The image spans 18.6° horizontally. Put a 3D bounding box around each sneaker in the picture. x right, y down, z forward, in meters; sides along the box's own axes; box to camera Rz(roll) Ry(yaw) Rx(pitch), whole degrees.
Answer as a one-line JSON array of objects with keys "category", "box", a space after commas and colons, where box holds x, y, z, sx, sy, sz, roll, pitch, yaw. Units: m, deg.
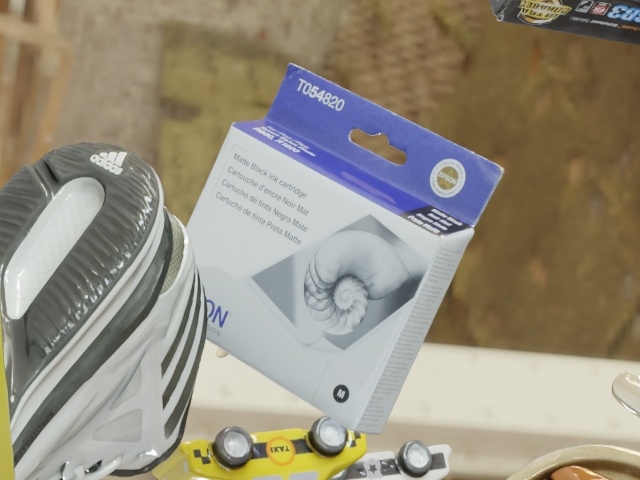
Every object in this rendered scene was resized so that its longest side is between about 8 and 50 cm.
[{"category": "sneaker", "box": [-0.224, 0.169, 1.380, 0.169, 0.447, 0.257, 31, -16, 33]}]

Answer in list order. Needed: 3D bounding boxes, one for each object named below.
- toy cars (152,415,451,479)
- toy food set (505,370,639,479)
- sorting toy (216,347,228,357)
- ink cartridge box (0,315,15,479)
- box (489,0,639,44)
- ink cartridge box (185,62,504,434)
[{"category": "toy cars", "box": [-0.004, 0.235, 1.830, 0.394, 0.176, 0.087, 24, 50, -63]}, {"category": "toy food set", "box": [0.134, 0.154, 0.904, 0.192, 0.132, 0.038, -50, 165, -16]}, {"category": "sorting toy", "box": [-0.068, 0.092, 1.828, 0.062, 0.012, 0.083, -27, -160, 30]}, {"category": "ink cartridge box", "box": [-0.275, 0.103, 0.808, 0.072, 0.303, 0.307, 33, -47, 48]}, {"category": "box", "box": [0.282, -0.342, 2.100, 0.073, 0.293, 0.295, -55, -139, 43]}, {"category": "ink cartridge box", "box": [0.000, 0.000, 1.489, 0.223, 0.045, 0.224, 28, -83, 33]}]
